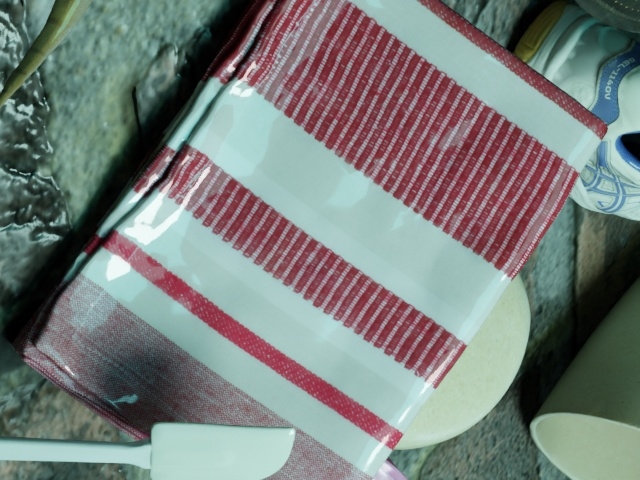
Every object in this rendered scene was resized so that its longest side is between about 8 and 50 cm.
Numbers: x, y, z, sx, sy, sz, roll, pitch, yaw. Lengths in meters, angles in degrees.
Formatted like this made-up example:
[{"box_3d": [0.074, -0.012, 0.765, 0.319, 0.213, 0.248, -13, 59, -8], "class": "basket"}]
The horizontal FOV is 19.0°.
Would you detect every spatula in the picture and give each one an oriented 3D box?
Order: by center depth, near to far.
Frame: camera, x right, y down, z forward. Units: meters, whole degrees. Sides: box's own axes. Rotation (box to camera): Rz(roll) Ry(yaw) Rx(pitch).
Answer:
[{"box_3d": [-0.140, 0.176, 1.155, 0.242, 0.019, 0.168, 2, 126, -5], "class": "spatula"}]

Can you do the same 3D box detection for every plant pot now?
[{"box_3d": [0.352, 0.096, 1.628, 0.274, 0.256, 0.256, -61, 147, -18], "class": "plant pot"}]

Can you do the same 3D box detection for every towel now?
[{"box_3d": [0.000, 0.000, 1.169, 0.237, 0.037, 0.329, 35, 89, -15], "class": "towel"}]

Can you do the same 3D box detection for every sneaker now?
[{"box_3d": [0.246, -0.068, 1.443, 0.112, 0.131, 0.296, -58, 146, 0], "class": "sneaker"}]

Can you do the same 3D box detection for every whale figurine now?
[{"box_3d": [0.042, 0.001, 1.285, 0.216, 0.141, 0.272, -11, 102, -33], "class": "whale figurine"}]

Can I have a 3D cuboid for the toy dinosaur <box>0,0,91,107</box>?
[{"box_3d": [-0.116, -0.175, 1.011, 0.112, 0.064, 0.211, 0, 109, -29], "class": "toy dinosaur"}]

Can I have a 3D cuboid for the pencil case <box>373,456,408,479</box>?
[{"box_3d": [-0.060, 0.238, 1.336, 0.284, 0.124, 0.124, -51, 144, -7], "class": "pencil case"}]

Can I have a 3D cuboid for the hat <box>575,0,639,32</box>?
[{"box_3d": [0.264, -0.305, 1.272, 0.331, 0.134, 0.331, -18, 139, -17], "class": "hat"}]
